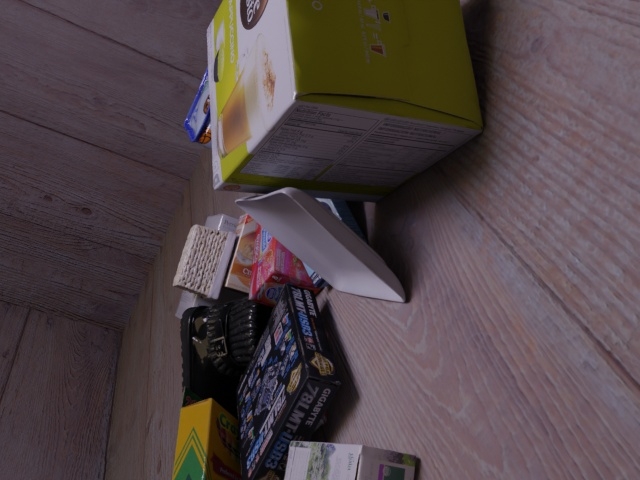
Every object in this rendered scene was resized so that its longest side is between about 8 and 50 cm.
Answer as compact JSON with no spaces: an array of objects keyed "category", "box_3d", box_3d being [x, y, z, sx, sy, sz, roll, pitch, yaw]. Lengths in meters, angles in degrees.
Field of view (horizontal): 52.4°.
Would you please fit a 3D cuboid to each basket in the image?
[{"category":"basket","box_3d":[-0.280,0.052,1.561,0.113,0.103,0.167,163,123,-70]}]

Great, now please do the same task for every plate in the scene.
[{"category":"plate","box_3d":[0.000,0.000,1.133,0.045,0.277,0.278,-52,18,-14]}]

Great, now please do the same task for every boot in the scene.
[{"category":"boot","box_3d":[-0.191,0.298,1.499,0.260,0.131,0.347,-10,89,34]}]

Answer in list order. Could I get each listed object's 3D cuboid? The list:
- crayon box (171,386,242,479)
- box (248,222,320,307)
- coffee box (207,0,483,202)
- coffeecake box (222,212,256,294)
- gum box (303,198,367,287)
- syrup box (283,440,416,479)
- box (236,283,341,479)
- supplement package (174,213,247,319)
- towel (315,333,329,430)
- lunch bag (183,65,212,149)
[{"category":"crayon box","box_3d":[-0.198,0.455,1.270,0.081,0.202,0.318,-22,42,16]},{"category":"box","box_3d":[-0.073,0.017,1.461,0.128,0.123,0.256,-47,31,43]},{"category":"coffee box","box_3d":[0.021,-0.285,1.114,0.334,0.338,0.337,-34,58,57]},{"category":"coffeecake box","box_3d":[-0.148,0.045,1.587,0.068,0.142,0.185,-14,59,66]},{"category":"gum box","box_3d":[0.003,-0.023,1.325,0.157,0.041,0.184,-51,55,40]},{"category":"syrup box","box_3d":[0.035,0.350,0.955,0.237,0.096,0.093,-28,48,59]},{"category":"box","box_3d":[-0.076,0.280,1.238,0.295,0.073,0.293,-65,21,21]},{"category":"supplement package","box_3d":[-0.247,0.095,1.732,0.175,0.178,0.292,-1,71,67]},{"category":"towel","box_3d":[-0.031,0.284,1.261,0.144,0.029,0.197,-48,31,45]},{"category":"lunch bag","box_3d":[-0.120,-0.381,1.639,0.385,0.328,0.239,-63,27,13]}]
